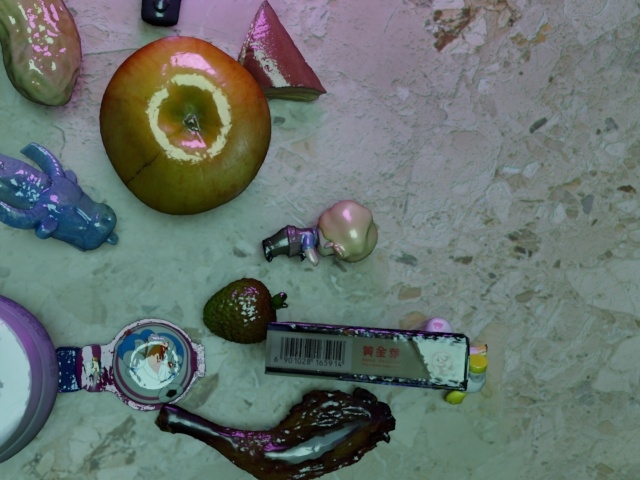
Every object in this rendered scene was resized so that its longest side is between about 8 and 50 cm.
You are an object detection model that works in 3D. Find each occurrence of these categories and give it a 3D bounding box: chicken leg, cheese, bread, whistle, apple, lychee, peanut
[{"bbox_3d":[-0.070,0.328,1.441,0.407,0.096,0.157,1,82,-10],"label":"chicken leg"},{"bbox_3d":[-0.311,0.205,1.419,0.244,0.062,0.155,-1,88,-10],"label":"cheese"},{"bbox_3d":[-0.086,-0.305,1.500,0.119,0.067,0.192,-36,93,-11],"label":"bread"},{"bbox_3d":[-0.439,-0.067,1.381,0.269,0.180,0.093,35,123,-24],"label":"whistle"},{"bbox_3d":[-0.216,-0.181,1.381,0.286,0.233,0.285,1,86,-12],"label":"apple"},{"bbox_3d":[-0.123,0.116,1.436,0.147,0.114,0.114,-13,88,3],"label":"lychee"},{"bbox_3d":[-0.475,-0.364,1.395,0.149,0.149,0.313,-21,94,-12],"label":"peanut"}]

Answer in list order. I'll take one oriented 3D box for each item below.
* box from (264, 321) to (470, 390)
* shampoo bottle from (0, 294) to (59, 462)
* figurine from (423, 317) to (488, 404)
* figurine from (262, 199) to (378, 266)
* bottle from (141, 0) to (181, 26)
[{"bbox_3d":[0.078,0.180,1.383,0.310,0.198,0.084,3,85,8],"label":"box"},{"bbox_3d":[-0.529,0.206,1.273,0.273,0.266,0.272,1,84,-10],"label":"shampoo bottle"},{"bbox_3d":[0.207,0.207,1.509,0.178,0.109,0.129,30,103,-4],"label":"figurine"},{"bbox_3d":[0.000,0.000,1.475,0.196,0.114,0.108,-18,90,-4],"label":"figurine"},{"bbox_3d":[-0.262,-0.485,1.473,0.072,0.082,0.244,6,85,-13],"label":"bottle"}]
